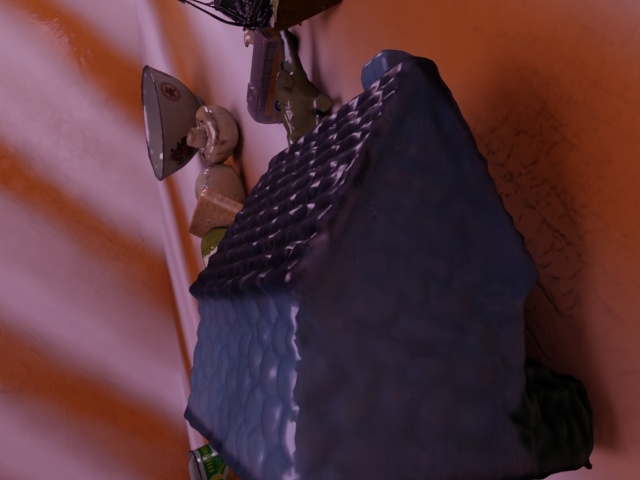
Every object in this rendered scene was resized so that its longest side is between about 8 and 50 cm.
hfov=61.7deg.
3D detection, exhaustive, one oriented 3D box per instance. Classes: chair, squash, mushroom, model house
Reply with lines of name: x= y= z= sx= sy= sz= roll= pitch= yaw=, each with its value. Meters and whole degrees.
chair: x=-0.131 y=-0.440 z=0.929 sx=0.145 sy=0.221 sz=0.140 roll=29 pitch=107 yaw=11
squash: x=-0.204 y=0.064 z=1.213 sx=0.184 sy=0.085 sz=0.191 roll=-13 pitch=112 yaw=54
mushroom: x=-0.264 y=-0.252 z=1.302 sx=0.154 sy=0.123 sz=0.154 roll=32 pitch=127 yaw=55
model house: x=0.033 y=0.023 z=0.530 sx=0.360 sy=0.298 sz=0.338 roll=166 pitch=103 yaw=-66

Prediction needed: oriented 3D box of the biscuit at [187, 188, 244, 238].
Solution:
biscuit: x=-0.222 y=-0.037 z=1.254 sx=0.249 sy=0.160 sz=0.030 roll=-46 pitch=22 yaw=62

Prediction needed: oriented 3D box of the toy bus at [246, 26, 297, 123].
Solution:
toy bus: x=-0.089 y=-0.287 z=0.948 sx=0.057 sy=0.072 sz=0.171 roll=59 pitch=148 yaw=36

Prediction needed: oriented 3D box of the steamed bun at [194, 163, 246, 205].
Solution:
steamed bun: x=-0.247 y=-0.115 z=1.291 sx=0.091 sy=0.112 sz=0.129 roll=-25 pitch=97 yaw=43

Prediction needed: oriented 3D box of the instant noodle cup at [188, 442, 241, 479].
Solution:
instant noodle cup: x=-0.133 y=0.459 z=1.072 sx=0.207 sy=0.233 sz=0.206 roll=173 pitch=90 yaw=-66

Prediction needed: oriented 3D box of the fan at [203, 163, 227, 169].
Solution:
fan: x=-0.293 y=-0.147 z=1.460 sx=0.244 sy=0.074 sz=0.130 roll=-160 pitch=64 yaw=-65

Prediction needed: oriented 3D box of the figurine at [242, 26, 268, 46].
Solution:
figurine: x=-0.116 y=-0.408 z=1.020 sx=0.051 sy=0.047 sz=0.083 roll=-7 pitch=84 yaw=52

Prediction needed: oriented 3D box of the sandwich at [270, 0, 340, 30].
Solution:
sandwich: x=-0.003 y=-0.387 z=0.709 sx=0.244 sy=0.089 sz=0.089 roll=127 pitch=140 yaw=-63

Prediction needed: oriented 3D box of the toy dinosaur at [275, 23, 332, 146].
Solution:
toy dinosaur: x=-0.031 y=-0.204 z=0.835 sx=0.147 sy=0.077 sz=0.362 roll=-142 pitch=42 yaw=-75

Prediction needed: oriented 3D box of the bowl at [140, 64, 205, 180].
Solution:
bowl: x=-0.430 y=-0.351 z=1.608 sx=0.337 sy=0.158 sz=0.336 roll=171 pitch=90 yaw=-67
